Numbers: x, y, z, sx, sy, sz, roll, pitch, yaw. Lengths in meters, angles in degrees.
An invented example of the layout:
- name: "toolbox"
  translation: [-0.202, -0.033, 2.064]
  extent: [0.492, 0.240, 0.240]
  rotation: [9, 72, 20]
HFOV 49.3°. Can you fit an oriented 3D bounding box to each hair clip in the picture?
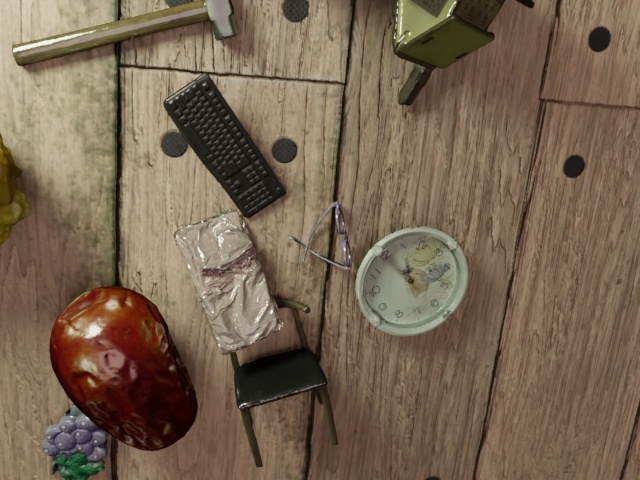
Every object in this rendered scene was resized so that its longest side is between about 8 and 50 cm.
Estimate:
- name: "hair clip"
  translation: [-0.477, 0.394, 1.359]
  extent: [0.124, 0.052, 0.196]
  rotation: [7, 114, -5]

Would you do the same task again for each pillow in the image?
- name: "pillow"
  translation: [-0.166, 0.074, 1.276]
  extent: [0.135, 0.049, 0.249]
  rotation: [-21, 90, -13]

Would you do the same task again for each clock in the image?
- name: "clock"
  translation: [0.179, 0.079, 1.391]
  extent: [0.236, 0.053, 0.237]
  rotation: [-3, 110, -10]

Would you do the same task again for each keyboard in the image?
- name: "keyboard"
  translation: [-0.189, -0.200, 1.205]
  extent: [0.103, 0.041, 0.381]
  rotation: [-34, 117, 0]

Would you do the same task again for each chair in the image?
- name: "chair"
  translation: [-0.083, 0.263, 1.332]
  extent: [0.188, 0.166, 0.272]
  rotation: [-15, 110, -8]

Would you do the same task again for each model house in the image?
- name: "model house"
  translation: [0.174, -0.352, 1.170]
  extent: [0.218, 0.205, 0.279]
  rotation: [7, 126, -43]

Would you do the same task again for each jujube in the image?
- name: "jujube"
  translation: [-0.342, 0.231, 1.240]
  extent: [0.223, 0.223, 0.318]
  rotation: [-27, 122, -3]

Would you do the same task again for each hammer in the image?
- name: "hammer"
  translation: [-0.323, -0.350, 1.148]
  extent: [0.365, 0.043, 0.111]
  rotation: [-16, 112, -6]

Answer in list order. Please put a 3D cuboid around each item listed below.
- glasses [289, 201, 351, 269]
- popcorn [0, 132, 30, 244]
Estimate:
- name: "glasses"
  translation: [0.000, 0.000, 1.341]
  extent: [0.103, 0.062, 0.140]
  rotation: [-9, 111, 14]
- name: "popcorn"
  translation: [-0.582, -0.097, 1.089]
  extent: [0.249, 0.225, 0.249]
  rotation: [-10, 126, -14]
